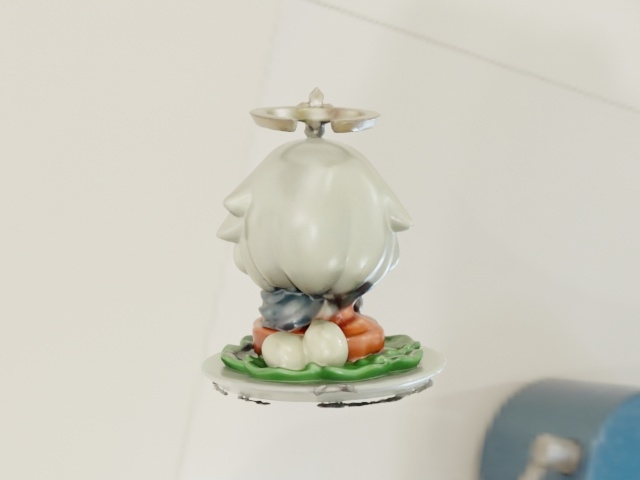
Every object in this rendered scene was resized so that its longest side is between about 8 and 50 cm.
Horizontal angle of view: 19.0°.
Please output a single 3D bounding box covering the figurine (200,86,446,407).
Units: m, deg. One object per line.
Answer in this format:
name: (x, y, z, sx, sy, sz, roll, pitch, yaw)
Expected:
figurine: (0.000, 0.000, 0.986, 0.132, 0.132, 0.153, -6, 100, -29)
